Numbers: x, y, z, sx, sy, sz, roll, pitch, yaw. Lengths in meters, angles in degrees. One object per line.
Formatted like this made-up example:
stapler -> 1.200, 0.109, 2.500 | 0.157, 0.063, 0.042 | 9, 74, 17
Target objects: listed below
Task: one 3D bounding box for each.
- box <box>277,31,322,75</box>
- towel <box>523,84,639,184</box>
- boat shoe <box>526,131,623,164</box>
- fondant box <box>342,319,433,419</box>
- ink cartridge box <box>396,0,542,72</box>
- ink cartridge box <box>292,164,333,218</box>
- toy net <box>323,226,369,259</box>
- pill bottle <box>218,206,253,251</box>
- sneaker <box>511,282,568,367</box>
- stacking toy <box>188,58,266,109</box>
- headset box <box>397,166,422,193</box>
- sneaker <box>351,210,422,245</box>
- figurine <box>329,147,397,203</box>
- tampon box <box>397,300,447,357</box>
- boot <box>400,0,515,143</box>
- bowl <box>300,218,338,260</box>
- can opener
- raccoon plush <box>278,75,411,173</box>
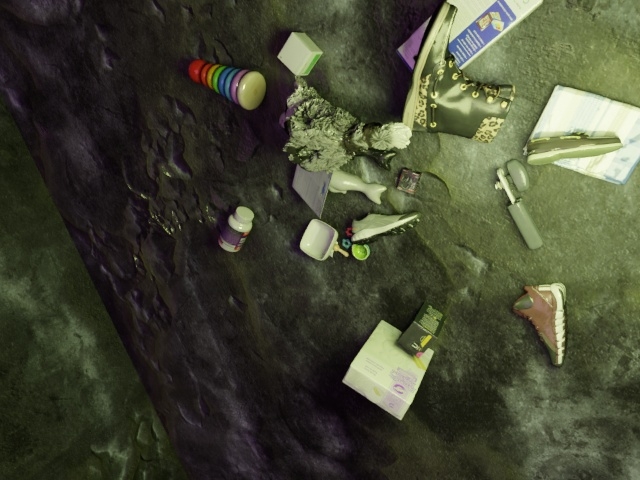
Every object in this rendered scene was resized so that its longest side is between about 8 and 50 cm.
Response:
box -> -0.070, -0.639, 1.507 | 0.102, 0.087, 0.101 | 47, 125, 5
towel -> 0.747, -0.293, 1.224 | 0.285, 0.034, 0.209 | 25, 120, 18
boat shoe -> 0.688, -0.262, 1.200 | 0.228, 0.081, 0.068 | -4, 79, 28
fondant box -> 0.261, 0.467, 1.637 | 0.238, 0.330, 0.096 | 30, 122, 15
ink cartridge box -> 0.414, -0.610, 1.259 | 0.371, 0.069, 0.175 | -36, 91, 33
ink cartridge box -> -0.016, -0.231, 1.603 | 0.224, 0.045, 0.223 | 53, 139, 37
toy net -> 0.084, 0.014, 1.720 | 0.232, 0.045, 0.122 | -3, 109, 31
pill bottle -> -0.362, -0.051, 1.907 | 0.108, 0.108, 0.193 | 40, 124, 9
sneaker -> 0.718, 0.271, 1.448 | 0.163, 0.106, 0.281 | 0, 100, 35
stacking toy -> -0.371, -0.616, 1.674 | 0.330, 0.141, 0.141 | 29, 122, 23
headset box -> 0.305, -0.202, 1.512 | 0.062, 0.032, 0.083 | 24, 119, 19
sneaker -> 0.228, -0.065, 1.578 | 0.272, 0.100, 0.107 | -16, 71, 25
figurine -> 0.148, -0.248, 1.555 | 0.210, 0.092, 0.214 | 21, 120, 16
tampon box -> 0.376, 0.325, 1.615 | 0.101, 0.161, 0.120 | 36, 124, 12
boot -> 0.398, -0.446, 1.232 | 0.285, 0.138, 0.377 | 15, 134, 6
bowl -> 0.000, 0.000, 1.726 | 0.142, 0.053, 0.141 | 30, 97, 35
can opener -> 0.619, -0.107, 1.349 | 0.093, 0.074, 0.280 | -21, 99, 33
raccoon plush -> 0.069, -0.392, 1.438 | 0.447, 0.299, 0.216 | 4, 149, 8
